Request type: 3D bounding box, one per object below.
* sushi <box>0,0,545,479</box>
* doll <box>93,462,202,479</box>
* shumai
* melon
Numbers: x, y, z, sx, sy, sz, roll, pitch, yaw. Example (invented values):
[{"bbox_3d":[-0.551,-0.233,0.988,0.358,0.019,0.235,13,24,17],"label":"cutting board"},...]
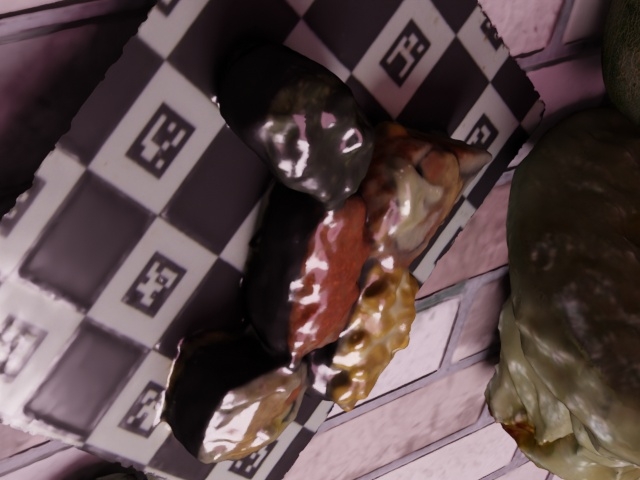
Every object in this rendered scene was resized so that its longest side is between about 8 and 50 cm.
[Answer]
[{"bbox_3d":[0.000,0.000,0.709,0.343,0.064,0.359,-54,146,-2],"label":"sushi"},{"bbox_3d":[-0.146,0.207,0.815,0.214,0.071,0.103,-52,157,-6],"label":"doll"},{"bbox_3d":[0.270,0.100,0.949,0.397,0.324,0.323,0,145,-25],"label":"shumai"},{"bbox_3d":[0.241,-0.144,0.812,0.114,0.114,0.167,-16,139,-36],"label":"melon"}]
